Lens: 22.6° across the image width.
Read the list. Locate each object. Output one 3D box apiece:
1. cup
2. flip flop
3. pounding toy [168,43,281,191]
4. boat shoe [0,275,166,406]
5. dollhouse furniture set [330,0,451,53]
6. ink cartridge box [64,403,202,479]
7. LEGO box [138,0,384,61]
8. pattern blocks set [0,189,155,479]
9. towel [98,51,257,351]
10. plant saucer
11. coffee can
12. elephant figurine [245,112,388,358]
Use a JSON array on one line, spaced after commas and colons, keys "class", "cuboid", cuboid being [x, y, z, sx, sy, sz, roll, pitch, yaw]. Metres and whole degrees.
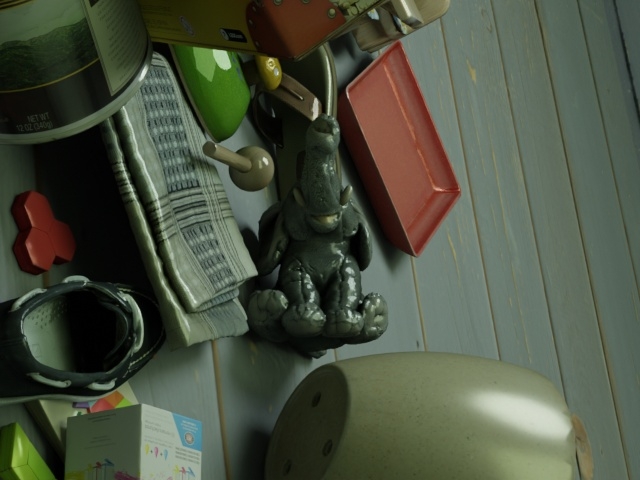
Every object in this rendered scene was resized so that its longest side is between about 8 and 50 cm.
[{"class": "cup", "cuboid": [0.080, 0.253, 1.746, 0.237, 0.331, 0.331, 25, 47, -23]}, {"class": "flip flop", "cuboid": [-0.040, -0.154, 1.970, 0.080, 0.112, 0.277, 8, 72, -46]}, {"class": "pounding toy", "cuboid": [-0.091, -0.189, 1.797, 0.183, 0.110, 0.236, 53, 18, -71]}, {"class": "boat shoe", "cuboid": [-0.209, 0.088, 1.421, 0.302, 0.091, 0.114, -19, 90, -64]}, {"class": "dollhouse furniture set", "cuboid": [0.067, -0.478, 2.107, 0.394, 0.256, 0.362, 64, 12, 3]}, {"class": "ink cartridge box", "cuboid": [-0.167, 0.229, 1.424, 0.092, 0.090, 0.143, 27, 56, -52]}, {"class": "LEGO box", "cuboid": [-0.143, -0.382, 1.473, 0.193, 0.500, 0.372, -37, 114, -17]}, {"class": "pattern blocks set", "cuboid": [-0.223, 0.141, 1.497, 0.325, 0.026, 0.285, 57, 30, -27]}, {"class": "towel", "cuboid": [-0.144, -0.049, 1.644, 0.312, 0.056, 0.324, -14, 87, -83]}, {"class": "plant saucer", "cuboid": [0.105, -0.131, 2.275, 0.258, 0.048, 0.259, 67, 27, -15]}, {"class": "coffee can", "cuboid": [-0.268, -0.247, 1.357, 0.275, 0.202, 0.201, 78, 15, -47]}, {"class": "elephant figurine", "cuboid": [0.000, 0.000, 1.848, 0.169, 0.186, 0.239, 13, 70, -45]}]
